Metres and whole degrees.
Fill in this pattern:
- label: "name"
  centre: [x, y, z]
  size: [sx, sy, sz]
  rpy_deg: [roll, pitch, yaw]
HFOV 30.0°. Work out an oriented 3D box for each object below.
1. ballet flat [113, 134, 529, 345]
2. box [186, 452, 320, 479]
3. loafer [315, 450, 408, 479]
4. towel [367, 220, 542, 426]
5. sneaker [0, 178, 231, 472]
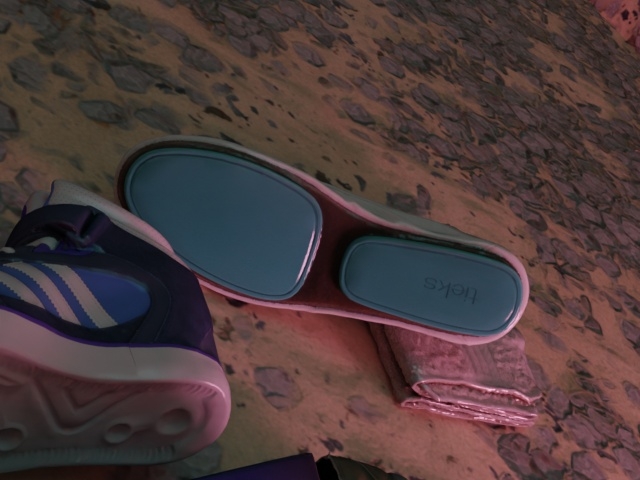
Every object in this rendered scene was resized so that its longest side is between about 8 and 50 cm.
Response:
- label: "ballet flat"
  centre: [0.000, 0.000, 1.131]
  size: [0.400, 0.139, 0.139]
  rpy_deg: [17, 34, -9]
- label: "box"
  centre: [-0.098, 0.181, 0.786]
  size: [0.225, 0.136, 0.037]
  rpy_deg: [-1, 72, -48]
- label: "loafer"
  centre: [0.005, 0.241, 0.868]
  size: [0.087, 0.094, 0.251]
  rpy_deg: [32, 21, -3]
- label: "towel"
  centre: [0.117, 0.068, 1.246]
  size: [0.187, 0.049, 0.282]
  rpy_deg: [14, 38, -36]
- label: "sneaker"
  centre: [-0.230, 0.043, 0.859]
  size: [0.322, 0.130, 0.236]
  rpy_deg: [11, 31, -32]
